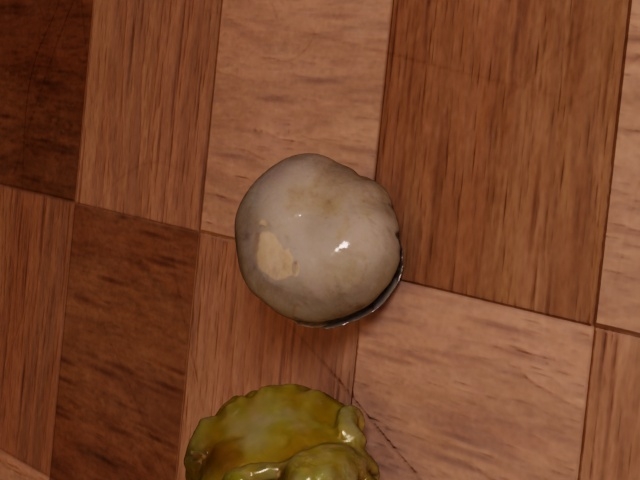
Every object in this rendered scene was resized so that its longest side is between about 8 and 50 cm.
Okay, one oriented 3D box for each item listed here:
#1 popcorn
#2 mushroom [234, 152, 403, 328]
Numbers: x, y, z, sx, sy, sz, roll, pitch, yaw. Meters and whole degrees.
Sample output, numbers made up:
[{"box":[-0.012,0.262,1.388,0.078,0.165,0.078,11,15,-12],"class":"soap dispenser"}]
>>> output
[{"box":[-0.022,0.244,1.690,0.203,0.226,0.200,7,134,24],"class":"popcorn"},{"box":[0.000,0.000,1.704,0.154,0.122,0.154,-4,75,15],"class":"mushroom"}]
